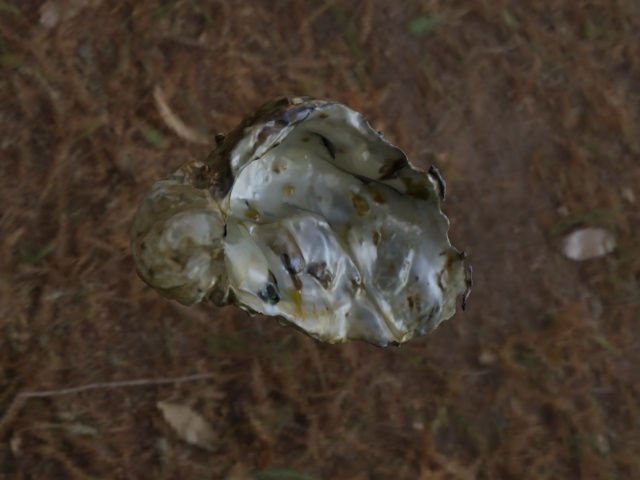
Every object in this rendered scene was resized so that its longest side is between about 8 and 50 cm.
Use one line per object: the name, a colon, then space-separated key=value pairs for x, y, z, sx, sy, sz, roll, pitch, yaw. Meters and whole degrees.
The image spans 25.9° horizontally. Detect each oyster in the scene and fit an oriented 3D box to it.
oyster: x=-0.005 y=0.005 z=0.910 sx=0.294 sy=0.094 sz=0.166 roll=36 pitch=63 yaw=-45
